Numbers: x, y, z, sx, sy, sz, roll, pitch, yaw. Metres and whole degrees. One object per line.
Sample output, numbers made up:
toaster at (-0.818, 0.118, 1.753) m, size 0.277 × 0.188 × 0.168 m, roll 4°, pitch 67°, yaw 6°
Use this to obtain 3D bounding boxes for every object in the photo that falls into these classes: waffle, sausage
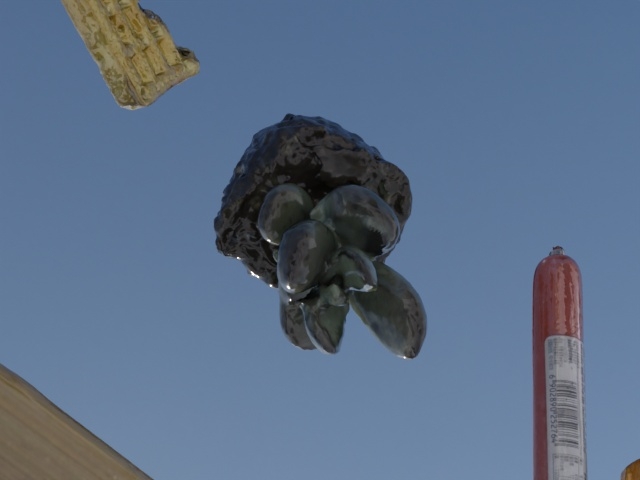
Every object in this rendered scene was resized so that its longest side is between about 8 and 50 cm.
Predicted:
waffle at (-0.130, -0.155, 1.038) m, size 0.023 × 0.097 × 0.153 m, roll -23°, pitch -78°, yaw 24°
sausage at (0.128, 0.098, 0.914) m, size 0.029 × 0.029 × 0.223 m, roll 40°, pitch -137°, yaw -43°

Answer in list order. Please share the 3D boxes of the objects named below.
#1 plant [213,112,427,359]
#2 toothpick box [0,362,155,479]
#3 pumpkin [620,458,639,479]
plant at (-0.002, -0.001, 1.342) m, size 0.146 × 0.274 × 0.149 m, roll 18°, pitch -71°, yaw -17°
toothpick box at (-0.203, 0.153, 0.905) m, size 0.308 × 0.187 × 0.190 m, roll 43°, pitch -121°, yaw -28°
pumpkin at (0.231, 0.141, 1.017) m, size 0.083 × 0.054 × 0.074 m, roll 2°, pitch -33°, yaw -37°
